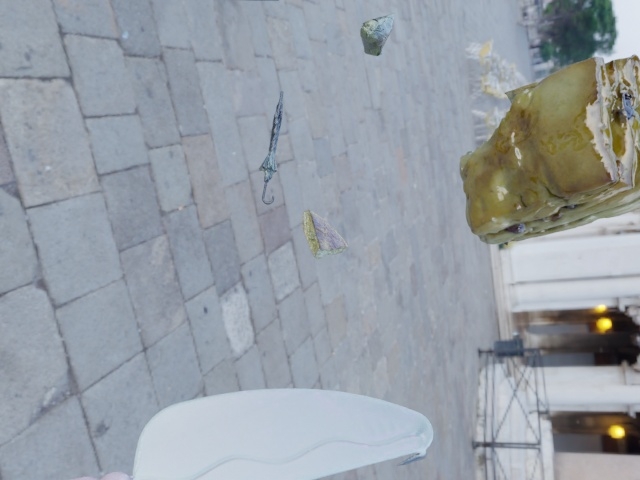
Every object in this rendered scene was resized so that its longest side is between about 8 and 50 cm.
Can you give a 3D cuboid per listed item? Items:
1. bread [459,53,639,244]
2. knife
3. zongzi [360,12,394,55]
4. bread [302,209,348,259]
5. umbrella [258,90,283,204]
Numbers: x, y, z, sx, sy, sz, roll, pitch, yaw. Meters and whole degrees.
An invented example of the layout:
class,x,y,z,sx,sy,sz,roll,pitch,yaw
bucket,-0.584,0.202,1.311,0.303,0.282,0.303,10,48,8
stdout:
class,x,y,z,sx,sy,sz,roll,pitch,yaw
bread,0.433,-0.176,1.084,0.191,0.370,0.314,25,60,-51
knife,-0.090,0.143,0.359,0.043,0.336,0.081,107,-33,-54
zongzi,0.134,-0.495,1.327,0.119,0.055,0.109,-62,165,-2
bread,-0.005,-0.019,1.492,0.136,0.054,0.154,59,25,10
umbrella,-0.115,-0.216,1.334,0.044,0.044,0.269,65,30,-82
